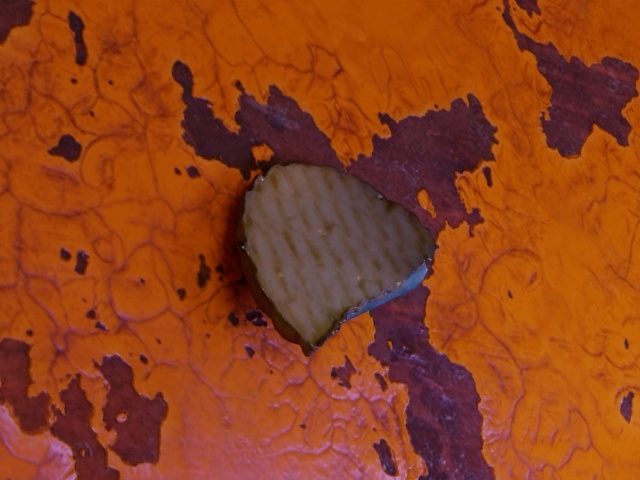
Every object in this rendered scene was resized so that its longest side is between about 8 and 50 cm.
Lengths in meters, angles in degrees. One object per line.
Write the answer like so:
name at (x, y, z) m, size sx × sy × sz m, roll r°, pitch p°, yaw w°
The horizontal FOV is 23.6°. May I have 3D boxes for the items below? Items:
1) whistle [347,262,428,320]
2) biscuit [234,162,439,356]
whistle at (0.049, 0.056, 1.621) m, size 0.186 × 0.039 × 0.039 m, roll -21°, pitch 88°, yaw -48°
biscuit at (0.000, 0.000, 1.570) m, size 0.187 × 0.036 × 0.273 m, roll 52°, pitch 39°, yaw 7°
